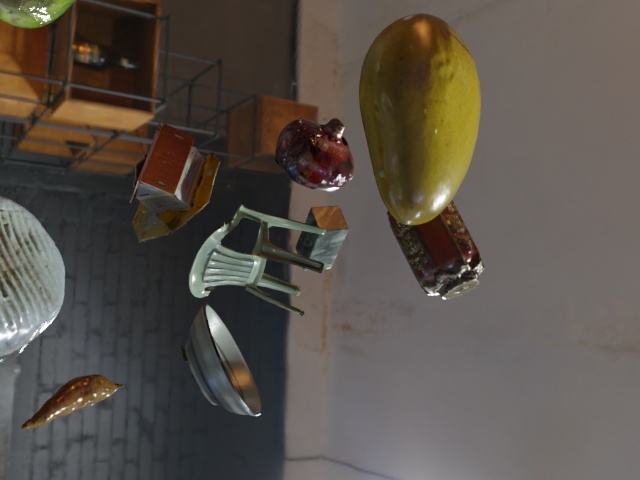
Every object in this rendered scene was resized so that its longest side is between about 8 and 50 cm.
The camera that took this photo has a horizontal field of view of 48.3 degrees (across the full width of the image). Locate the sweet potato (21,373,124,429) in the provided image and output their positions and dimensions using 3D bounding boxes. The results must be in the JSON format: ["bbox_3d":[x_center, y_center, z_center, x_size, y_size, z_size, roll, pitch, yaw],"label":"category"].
[{"bbox_3d":[-0.478,0.299,1.357,0.068,0.226,0.068,8,-76,32],"label":"sweet potato"}]

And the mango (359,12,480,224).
[{"bbox_3d":[0.208,-0.251,1.502,0.220,0.301,0.446,-8,-108,42],"label":"mango"}]

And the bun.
[{"bbox_3d":[-0.668,0.074,1.357,0.211,0.361,0.362,-21,-115,31],"label":"bun"}]

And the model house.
[{"bbox_3d":[-0.341,-0.126,1.483,0.207,0.136,0.220,-5,-126,29],"label":"model house"}]

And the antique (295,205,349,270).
[{"bbox_3d":[0.000,0.000,1.931,0.183,0.085,0.088,113,-35,-45],"label":"antique"}]

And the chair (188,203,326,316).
[{"bbox_3d":[-0.142,0.050,1.590,0.191,0.274,0.204,-94,-158,-63],"label":"chair"}]

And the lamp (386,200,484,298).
[{"bbox_3d":[0.264,0.000,1.655,0.177,0.177,0.274,-49,-120,45],"label":"lamp"}]

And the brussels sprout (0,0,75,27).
[{"bbox_3d":[-0.658,-0.585,1.594,0.271,0.219,0.210,-92,162,-64],"label":"brussels sprout"}]

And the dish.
[{"bbox_3d":[-0.264,0.320,1.808,0.317,0.106,0.316,62,-1,2],"label":"dish"}]

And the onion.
[{"bbox_3d":[-0.009,-0.258,2.052,0.219,0.252,0.252,-50,-136,30],"label":"onion"}]
